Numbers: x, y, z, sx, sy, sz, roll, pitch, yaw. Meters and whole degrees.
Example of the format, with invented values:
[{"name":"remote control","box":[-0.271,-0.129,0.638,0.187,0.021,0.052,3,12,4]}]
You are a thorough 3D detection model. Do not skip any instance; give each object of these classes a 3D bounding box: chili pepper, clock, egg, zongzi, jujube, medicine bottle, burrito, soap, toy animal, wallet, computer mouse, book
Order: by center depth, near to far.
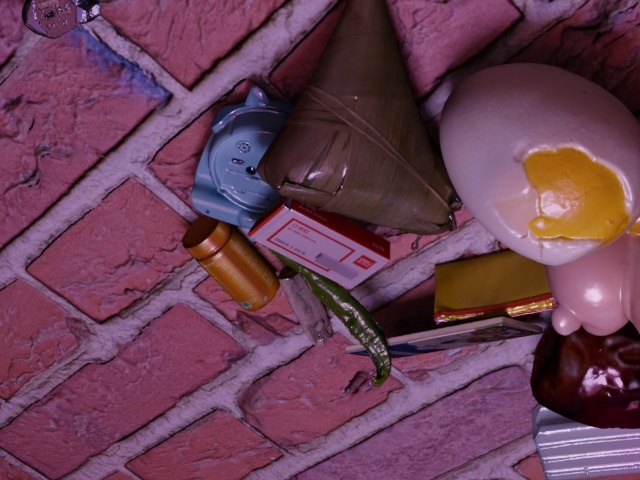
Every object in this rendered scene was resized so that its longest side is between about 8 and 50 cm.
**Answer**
[{"name":"egg","box":[0.339,-0.128,1.542,0.345,0.283,0.283,44,131,12]},{"name":"computer mouse","box":[-0.417,-0.377,1.620,0.135,0.047,0.079,-16,121,9]},{"name":"zongzi","box":[0.153,-0.187,1.644,0.447,0.181,0.418,17,101,-34]},{"name":"toy animal","box":[0.504,0.080,1.691,0.247,0.345,0.277,-22,157,14]},{"name":"clock","box":[-0.098,-0.138,1.741,0.224,0.094,0.274,15,133,-5]},{"name":"wallet","box":[0.327,0.089,1.837,0.241,0.141,0.067,-11,133,20]},{"name":"chili pepper","box":[0.018,0.109,1.842,0.076,0.085,0.359,-43,83,23]},{"name":"jujube","box":[0.578,0.229,1.850,0.377,0.258,0.258,-6,131,-1]},{"name":"medicine bottle","box":[-0.168,0.043,1.913,0.096,0.096,0.192,-25,123,28]},{"name":"book","box":[0.239,0.192,1.920,0.323,0.018,0.228,-15,164,28]},{"name":"burrito","box":[-0.029,0.121,1.971,0.060,0.087,0.226,-1,135,23]},{"name":"soap","box":[0.597,0.408,2.099,0.290,0.095,0.172,-10,128,18]}]

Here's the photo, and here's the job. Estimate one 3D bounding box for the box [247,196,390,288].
[{"name":"box","box":[0.000,0.000,1.759,0.229,0.050,0.123,28,136,-25]}]
